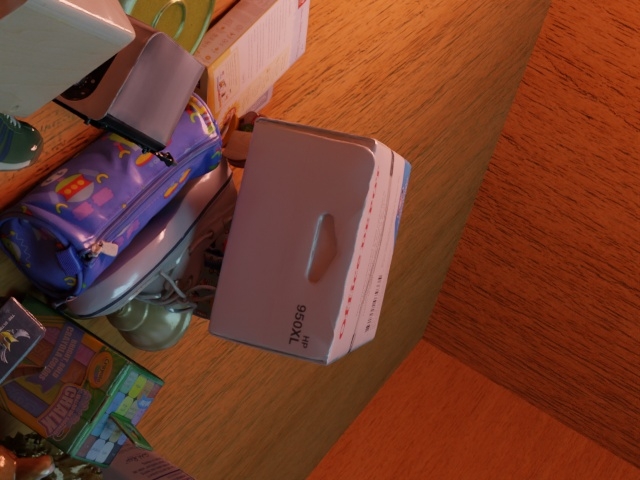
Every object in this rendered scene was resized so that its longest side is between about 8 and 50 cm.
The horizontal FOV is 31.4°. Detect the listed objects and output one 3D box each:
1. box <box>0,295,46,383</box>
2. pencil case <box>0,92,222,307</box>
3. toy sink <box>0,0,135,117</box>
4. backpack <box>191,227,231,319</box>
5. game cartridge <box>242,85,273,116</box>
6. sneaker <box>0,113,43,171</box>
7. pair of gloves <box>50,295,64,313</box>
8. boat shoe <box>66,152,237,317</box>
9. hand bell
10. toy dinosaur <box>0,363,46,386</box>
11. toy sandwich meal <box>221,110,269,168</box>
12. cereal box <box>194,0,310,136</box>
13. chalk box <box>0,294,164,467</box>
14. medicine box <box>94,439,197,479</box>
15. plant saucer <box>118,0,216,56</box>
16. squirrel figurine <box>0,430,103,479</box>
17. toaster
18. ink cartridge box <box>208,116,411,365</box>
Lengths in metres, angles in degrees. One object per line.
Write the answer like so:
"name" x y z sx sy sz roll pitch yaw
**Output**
"box" -0.403 0.155 1.149 0.059 0.183 0.232 52 60 -24
"pencil case" -0.235 -0.060 1.333 0.306 0.133 0.119 -47 138 -38
"toy sink" -0.275 -0.228 0.868 0.131 0.234 0.153 -32 170 13
"backpack" -0.145 0.026 1.722 0.117 0.158 0.173 -3 110 -50
"game cartridge" -0.098 -0.209 1.683 0.083 0.017 0.056 -46 163 -39
"sneaker" -0.320 -0.117 1.089 0.086 0.064 0.192 -59 162 18
"pair of gloves" -0.351 0.086 1.435 0.198 0.023 0.159 -57 162 -10
"boat shoe" -0.194 0.029 1.467 0.156 0.136 0.367 66 27 -19
"hand bell" -0.275 0.086 1.490 0.126 0.126 0.242 -61 162 6
"toy dinosaur" -0.378 0.159 1.266 0.211 0.112 0.064 -24 128 9
"toy sandwich meal" -0.101 -0.138 1.537 0.085 0.085 0.029 -58 149 -4
"cereal box" -0.098 -0.254 1.545 0.240 0.047 0.173 -50 163 -31
"chalk box" -0.286 0.182 1.373 0.132 0.213 0.132 -57 163 -10
"medicine box" -0.312 0.458 1.724 0.263 0.289 0.149 -62 164 7
"plant saucer" -0.186 -0.253 1.305 0.241 0.037 0.241 -53 162 -25
"squirrel figurine" -0.431 0.365 1.377 0.397 0.281 0.370 -58 161 -66
"toaster" -0.218 -0.170 1.116 0.110 0.168 0.186 -60 163 0
"ink cartridge box" 0.000 0.000 1.567 0.395 0.166 0.285 4 98 -80
